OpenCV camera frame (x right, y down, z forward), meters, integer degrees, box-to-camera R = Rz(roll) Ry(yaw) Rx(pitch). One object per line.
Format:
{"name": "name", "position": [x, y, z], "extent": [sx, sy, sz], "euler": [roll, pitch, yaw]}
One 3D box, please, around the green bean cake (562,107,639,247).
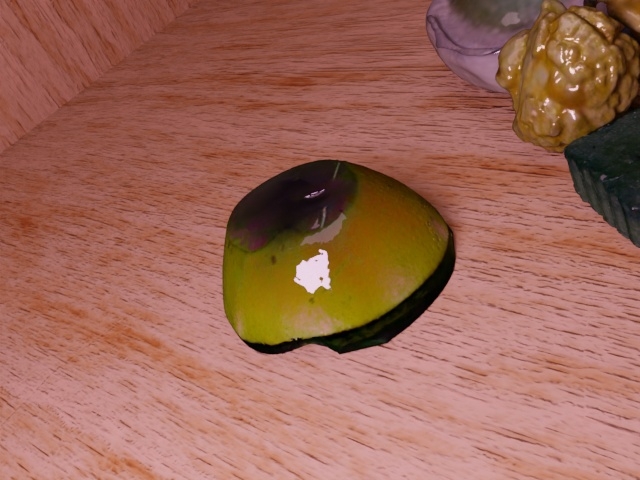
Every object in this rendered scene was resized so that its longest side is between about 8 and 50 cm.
{"name": "green bean cake", "position": [0.472, -0.093, 1.093], "extent": [0.193, 0.107, 0.208], "euler": [-24, 34, 0]}

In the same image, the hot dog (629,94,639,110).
{"name": "hot dog", "position": [0.538, -0.216, 1.282], "extent": [0.044, 0.028, 0.137], "euler": [-13, 28, -27]}

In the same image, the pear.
{"name": "pear", "position": [-0.001, -0.005, 1.248], "extent": [0.398, 0.165, 0.399], "euler": [-18, 34, 13]}

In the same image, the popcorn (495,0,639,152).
{"name": "popcorn", "position": [0.395, -0.245, 1.232], "extent": [0.195, 0.256, 0.255], "euler": [-21, 62, -4]}

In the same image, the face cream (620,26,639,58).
{"name": "face cream", "position": [0.604, -0.386, 1.419], "extent": [0.250, 0.077, 0.077], "euler": [-41, 35, -22]}

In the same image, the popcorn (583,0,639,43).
{"name": "popcorn", "position": [0.592, -0.457, 1.206], "extent": [0.381, 0.349, 0.349], "euler": [-33, 28, 27]}

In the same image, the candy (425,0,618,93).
{"name": "candy", "position": [0.402, -0.427, 1.519], "extent": [0.386, 0.186, 0.427], "euler": [-21, 36, 20]}
